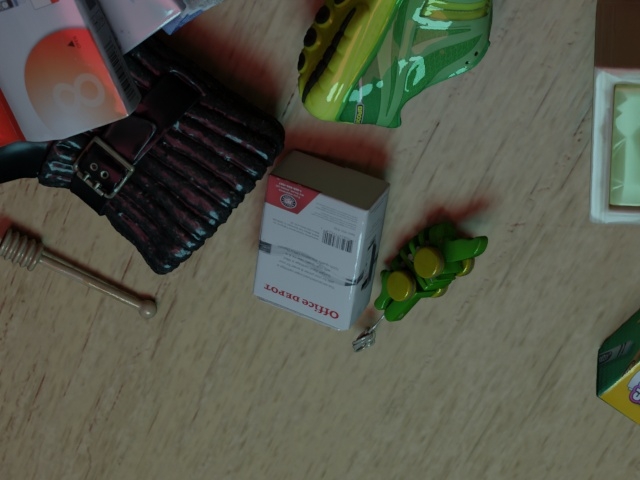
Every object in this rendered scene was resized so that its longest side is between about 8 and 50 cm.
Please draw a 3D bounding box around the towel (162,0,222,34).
[{"bbox_3d":[-0.131,-0.269,1.545,0.209,0.034,0.285,46,156,-12],"label":"towel"}]

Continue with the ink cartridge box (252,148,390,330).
[{"bbox_3d":[0.000,0.000,1.784,0.099,0.056,0.135,21,127,16],"label":"ink cartridge box"}]

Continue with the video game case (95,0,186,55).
[{"bbox_3d":[-0.211,-0.200,1.600,0.157,0.019,0.143,-33,105,23],"label":"video game case"}]

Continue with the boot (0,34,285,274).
[{"bbox_3d":[-0.227,-0.058,1.750,0.260,0.131,0.348,41,120,-18],"label":"boot"}]

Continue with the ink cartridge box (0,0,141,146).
[{"bbox_3d":[-0.254,-0.144,1.601,0.179,0.045,0.145,-18,110,17],"label":"ink cartridge box"}]

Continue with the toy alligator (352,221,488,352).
[{"bbox_3d":[0.080,0.034,1.816,0.190,0.056,0.051,-42,65,37],"label":"toy alligator"}]

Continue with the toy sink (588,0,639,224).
[{"bbox_3d":[0.339,-0.101,1.627,0.234,0.131,0.152,3,125,7],"label":"toy sink"}]

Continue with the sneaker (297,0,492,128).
[{"bbox_3d":[0.095,-0.210,1.627,0.123,0.109,0.295,18,126,-32],"label":"sneaker"}]

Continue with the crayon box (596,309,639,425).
[{"bbox_3d":[0.396,0.080,1.771,0.165,0.081,0.278,35,122,-14],"label":"crayon box"}]

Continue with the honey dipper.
[{"bbox_3d":[-0.227,0.035,1.878,0.161,0.030,0.030,26,124,-13],"label":"honey dipper"}]
